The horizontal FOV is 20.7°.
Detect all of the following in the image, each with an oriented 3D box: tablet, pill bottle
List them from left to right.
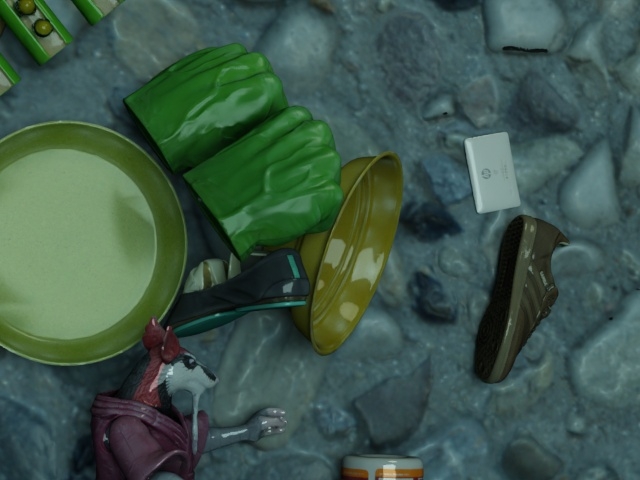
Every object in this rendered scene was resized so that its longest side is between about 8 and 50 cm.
[{"bbox_3d":[0.062,0.298,1.803,0.086,0.086,0.152,4,86,-20],"label":"pill bottle"},{"bbox_3d":[0.188,-0.074,1.912,0.054,0.006,0.083,-11,90,-20],"label":"tablet"}]

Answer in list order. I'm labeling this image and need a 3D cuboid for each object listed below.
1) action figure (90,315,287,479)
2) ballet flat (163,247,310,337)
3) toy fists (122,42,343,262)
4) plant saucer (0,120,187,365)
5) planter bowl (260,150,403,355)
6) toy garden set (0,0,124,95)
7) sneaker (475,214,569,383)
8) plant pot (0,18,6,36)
[{"bbox_3d":[-0.175,0.258,1.694,0.275,0.248,0.370,-2,88,7],"label":"action figure"},{"bbox_3d":[-0.085,0.046,1.712,0.074,0.203,0.074,13,70,-38],"label":"ballet flat"},{"bbox_3d":[-0.074,-0.092,1.699,0.142,0.279,0.096,-33,135,-7],"label":"toy fists"},{"bbox_3d":[-0.252,0.003,1.730,0.241,0.037,0.241,1,86,-21],"label":"plant saucer"},{"bbox_3d":[0.000,0.000,1.770,0.090,0.217,0.217,20,78,18],"label":"planter bowl"},{"bbox_3d":[-0.337,-0.243,1.672,0.244,0.049,0.204,-41,101,-17],"label":"toy garden set"},{"bbox_3d":[0.223,0.069,1.885,0.071,0.066,0.188,18,82,-19],"label":"sneaker"},{"bbox_3d":[-0.410,-0.258,1.689,0.236,0.032,0.236,1,88,-20],"label":"plant pot"}]
